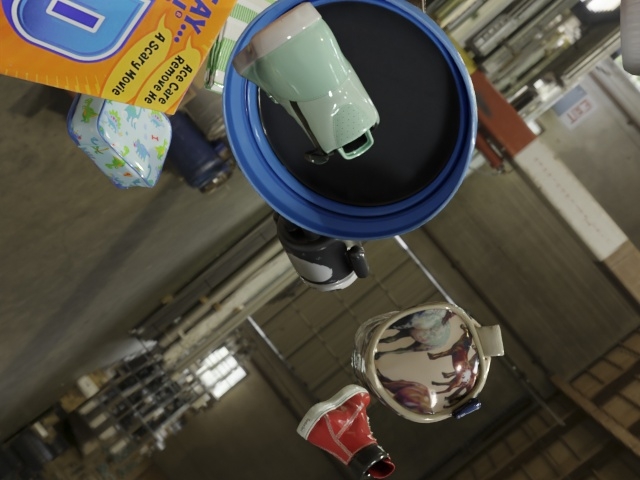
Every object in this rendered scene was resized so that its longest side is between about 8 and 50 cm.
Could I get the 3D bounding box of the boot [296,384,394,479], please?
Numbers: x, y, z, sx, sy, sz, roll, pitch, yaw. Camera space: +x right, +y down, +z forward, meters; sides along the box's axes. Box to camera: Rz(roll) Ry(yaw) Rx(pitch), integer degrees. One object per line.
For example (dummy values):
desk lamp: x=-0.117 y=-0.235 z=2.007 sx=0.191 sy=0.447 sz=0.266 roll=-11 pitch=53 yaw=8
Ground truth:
boot: x=0.079 y=0.369 z=1.309 sx=0.088 sy=0.176 sz=0.244 roll=-61 pitch=160 yaw=15

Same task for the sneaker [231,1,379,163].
sneaker: x=-0.014 y=-0.149 z=0.720 sx=0.094 sy=0.151 sz=0.256 roll=-32 pitch=-167 yaw=0

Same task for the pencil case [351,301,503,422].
pencil case: x=0.147 y=0.185 z=1.088 sx=0.184 sy=0.159 sz=0.410 roll=-1 pitch=172 yaw=-1

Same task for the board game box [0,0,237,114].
board game box: x=-0.233 y=-0.378 z=0.525 sx=0.357 sy=0.356 sz=0.356 roll=9 pitch=138 yaw=-35

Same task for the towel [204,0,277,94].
towel: x=-0.168 y=-0.500 z=1.648 sx=0.248 sy=0.038 sz=0.324 roll=2 pitch=101 yaw=-58

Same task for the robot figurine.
robot figurine: x=0.000 y=0.002 z=1.566 sx=0.174 sy=0.209 sz=0.278 roll=-20 pitch=142 yaw=3

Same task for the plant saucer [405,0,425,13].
plant saucer: x=0.150 y=-0.539 z=1.156 sx=0.050 sy=0.310 sz=0.310 roll=-1 pitch=-175 yaw=11

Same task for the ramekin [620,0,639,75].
ramekin: x=0.557 y=-0.367 z=1.130 sx=0.109 sy=0.207 sz=0.207 roll=1 pitch=-161 yaw=29

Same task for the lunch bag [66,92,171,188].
lunch bag: x=-0.375 y=-0.214 z=1.310 sx=0.090 sy=0.176 sz=0.219 roll=0 pitch=153 yaw=20

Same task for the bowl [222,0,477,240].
bowl: x=0.042 y=-0.187 z=1.036 sx=0.391 sy=0.391 sz=0.077 roll=-41 pitch=-172 yaw=35
